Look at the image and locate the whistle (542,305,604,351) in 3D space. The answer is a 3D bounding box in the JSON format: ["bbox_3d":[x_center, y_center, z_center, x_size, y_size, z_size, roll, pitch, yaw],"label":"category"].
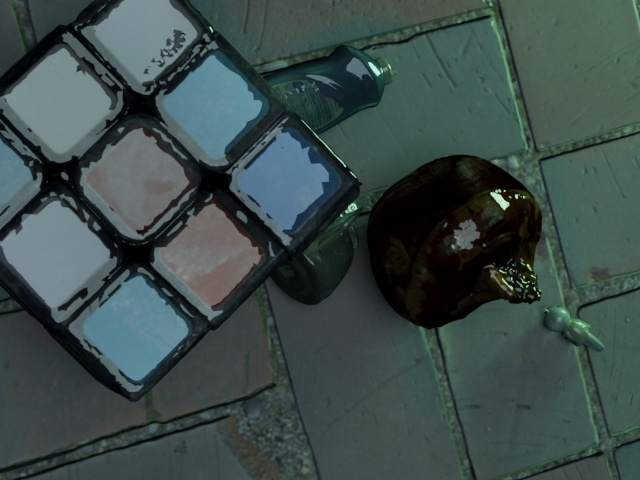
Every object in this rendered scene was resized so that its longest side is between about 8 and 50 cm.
[{"bbox_3d":[0.333,0.117,1.978,0.100,0.035,0.035,33,82,-13],"label":"whistle"}]

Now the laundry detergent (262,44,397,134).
[{"bbox_3d":[0.002,-0.184,1.879,0.206,0.061,0.096,-23,93,-13],"label":"laundry detergent"}]

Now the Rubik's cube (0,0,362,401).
[{"bbox_3d":[-0.225,-0.058,1.675,0.359,0.362,0.363,-44,101,-13],"label":"Rubik's cube"}]

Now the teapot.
[{"bbox_3d":[-0.008,-0.003,1.846,0.108,0.111,0.149,-41,144,-29],"label":"teapot"}]

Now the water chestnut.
[{"bbox_3d":[0.170,0.008,1.839,0.224,0.223,0.238,-36,66,-12],"label":"water chestnut"}]
